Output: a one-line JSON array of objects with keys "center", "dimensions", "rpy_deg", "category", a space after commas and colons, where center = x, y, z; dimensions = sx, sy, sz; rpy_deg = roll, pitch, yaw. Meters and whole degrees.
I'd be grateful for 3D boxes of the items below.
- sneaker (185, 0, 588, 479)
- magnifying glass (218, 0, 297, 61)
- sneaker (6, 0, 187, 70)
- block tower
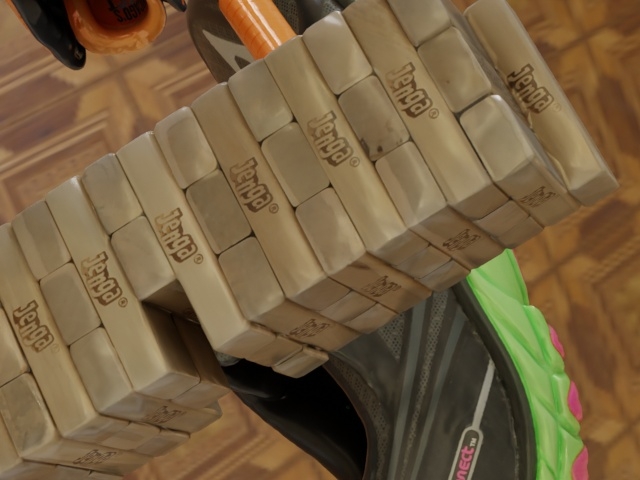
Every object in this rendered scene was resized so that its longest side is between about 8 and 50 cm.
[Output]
[{"center": [0.000, 0.000, 1.085], "dimensions": [0.202, 0.185, 0.483], "rpy_deg": [-16, 60, -13], "category": "sneaker"}, {"center": [0.005, -0.062, 0.897], "dimensions": [0.092, 0.026, 0.231], "rpy_deg": [-2, 40, -33], "category": "magnifying glass"}, {"center": [-0.152, -0.202, 1.096], "dimensions": [0.180, 0.124, 0.321], "rpy_deg": [59, 22, -5], "category": "sneaker"}, {"center": [-0.058, 0.020, 0.675], "dimensions": [0.091, 0.335, 0.097], "rpy_deg": [63, 12, 19], "category": "block tower"}]
